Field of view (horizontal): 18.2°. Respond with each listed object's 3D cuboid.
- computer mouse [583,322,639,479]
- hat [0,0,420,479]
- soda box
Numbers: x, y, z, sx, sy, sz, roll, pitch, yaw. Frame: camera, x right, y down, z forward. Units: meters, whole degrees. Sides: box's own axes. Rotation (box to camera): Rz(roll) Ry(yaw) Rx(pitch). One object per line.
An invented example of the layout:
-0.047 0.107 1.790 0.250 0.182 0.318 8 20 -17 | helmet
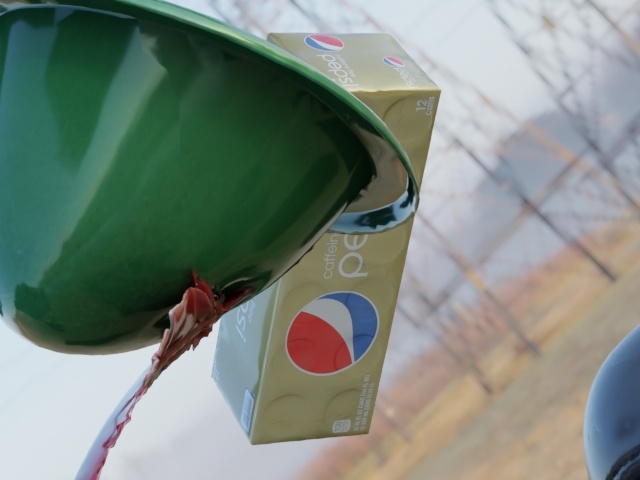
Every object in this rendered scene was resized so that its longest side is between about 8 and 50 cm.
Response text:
0.200 0.021 0.988 0.262 0.060 0.184 -44 33 42 | computer mouse
-0.077 0.032 0.636 0.208 0.173 0.183 52 -128 -62 | hat
0.000 0.000 0.886 0.061 0.058 0.181 -3 -58 -23 | soda box
